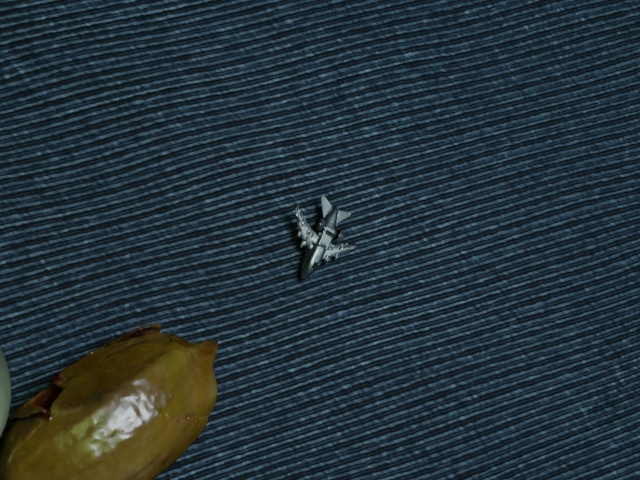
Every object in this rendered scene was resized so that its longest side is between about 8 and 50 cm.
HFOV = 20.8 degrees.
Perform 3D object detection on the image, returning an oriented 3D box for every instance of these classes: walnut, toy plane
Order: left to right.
[{"bbox_3d":[-0.184,0.163,1.531,0.245,0.137,0.137,-31,89,-26],"label":"walnut"},{"bbox_3d":[0.000,0.000,1.689,0.078,0.031,0.083,32,66,-24],"label":"toy plane"}]

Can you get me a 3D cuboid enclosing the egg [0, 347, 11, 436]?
[{"bbox_3d":[-0.324,0.127,1.495,0.114,0.114,0.152,-6,65,-21],"label":"egg"}]
